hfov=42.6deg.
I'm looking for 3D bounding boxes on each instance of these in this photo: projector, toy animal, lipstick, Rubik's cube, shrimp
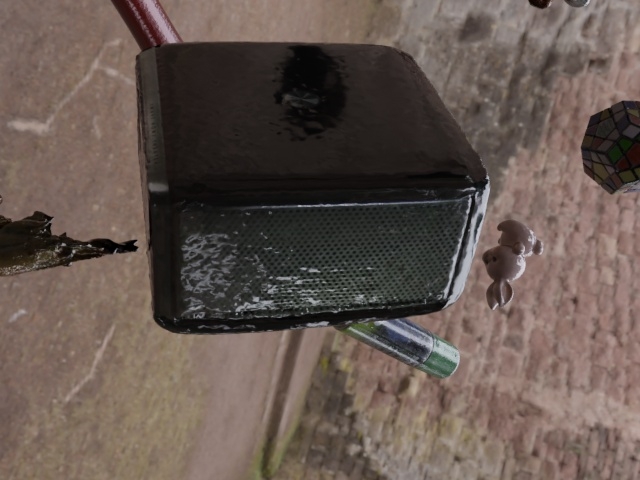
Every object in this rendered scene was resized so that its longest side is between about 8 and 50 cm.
[{"bbox_3d":[-0.032,-0.085,1.101,0.395,0.406,0.242,-110,-159,-51],"label":"projector"},{"bbox_3d":[0.437,0.056,1.962,0.212,0.124,0.124,-56,165,-25],"label":"toy animal"},{"bbox_3d":[-0.310,-0.398,1.410,0.241,0.080,0.080,62,41,-54],"label":"lipstick"},{"bbox_3d":[0.348,-0.104,0.921,0.093,0.111,0.111,106,5,-46],"label":"Rubik's cube"},{"bbox_3d":[-0.368,-0.017,1.055,0.066,0.262,0.117,158,-76,-66],"label":"shrimp"}]

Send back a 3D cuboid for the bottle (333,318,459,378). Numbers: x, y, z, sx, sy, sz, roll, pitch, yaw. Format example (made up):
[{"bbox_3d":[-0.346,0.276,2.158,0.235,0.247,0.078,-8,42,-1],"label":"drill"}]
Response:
[{"bbox_3d":[0.169,0.212,1.797,0.093,0.330,0.093,-32,-138,35],"label":"bottle"}]

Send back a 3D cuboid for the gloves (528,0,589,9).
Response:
[{"bbox_3d":[0.267,-0.364,0.884,0.131,0.140,0.218,7,112,-45],"label":"gloves"}]
